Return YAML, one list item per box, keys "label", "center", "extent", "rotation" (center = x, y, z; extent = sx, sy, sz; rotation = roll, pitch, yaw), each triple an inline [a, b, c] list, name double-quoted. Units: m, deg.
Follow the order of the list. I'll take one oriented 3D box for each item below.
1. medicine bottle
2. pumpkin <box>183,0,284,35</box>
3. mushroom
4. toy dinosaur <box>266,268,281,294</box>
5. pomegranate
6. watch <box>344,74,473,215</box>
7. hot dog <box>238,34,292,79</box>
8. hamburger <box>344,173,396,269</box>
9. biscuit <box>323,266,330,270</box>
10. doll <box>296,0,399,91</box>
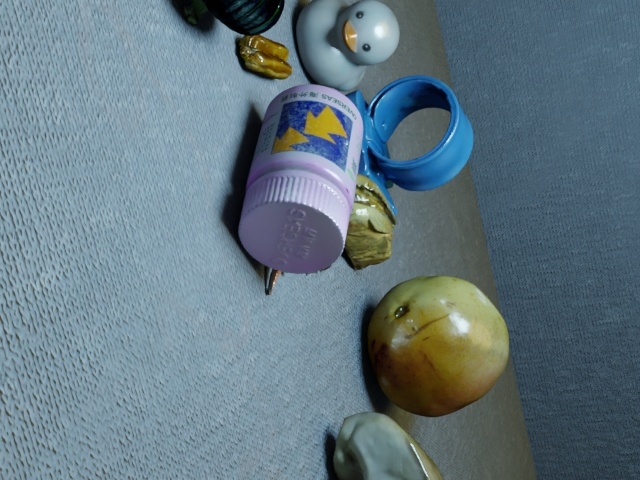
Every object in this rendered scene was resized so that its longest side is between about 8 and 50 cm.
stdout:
- label: "medicine bottle"
  center: [-0.028, -0.105, 1.365]
  extent: [0.290, 0.178, 0.178]
  rotation: [-80, 151, -43]
- label: "pumpkin"
  center: [-0.137, -0.406, 1.271]
  extent: [0.194, 0.150, 0.194]
  rotation: [43, 41, -53]
- label: "mushroom"
  center: [0.166, 0.490, 1.513]
  extent: [0.314, 0.225, 0.396]
  rotation: [-6, 84, -67]
- label: "toy dinosaur"
  center: [-0.047, -0.016, 1.445]
  extent: [0.101, 0.055, 0.279]
  rotation: [52, 33, -29]
- label: "pomegranate"
  center: [0.252, 0.227, 1.775]
  extent: [0.319, 0.319, 0.318]
  rotation: [-11, 90, -69]
- label: "watch"
  center: [0.201, -0.211, 1.872]
  extent: [0.241, 0.275, 0.305]
  rotation: [40, 38, -59]
- label: "hot dog"
  center: [-0.097, -0.328, 1.482]
  extent: [0.165, 0.045, 0.071]
  rotation: [-10, 91, -69]
- label: "hamburger"
  center: [0.085, -0.051, 1.700]
  extent: [0.262, 0.131, 0.124]
  rotation: [55, 27, -56]
- label: "biscuit"
  center: [0.000, 0.000, 1.612]
  extent: [0.120, 0.015, 0.120]
  rotation: [-11, 90, -69]
- label: "doll"
  center: [0.070, -0.428, 1.734]
  extent: [0.251, 0.221, 0.221]
  rotation: [-36, 114, -67]
